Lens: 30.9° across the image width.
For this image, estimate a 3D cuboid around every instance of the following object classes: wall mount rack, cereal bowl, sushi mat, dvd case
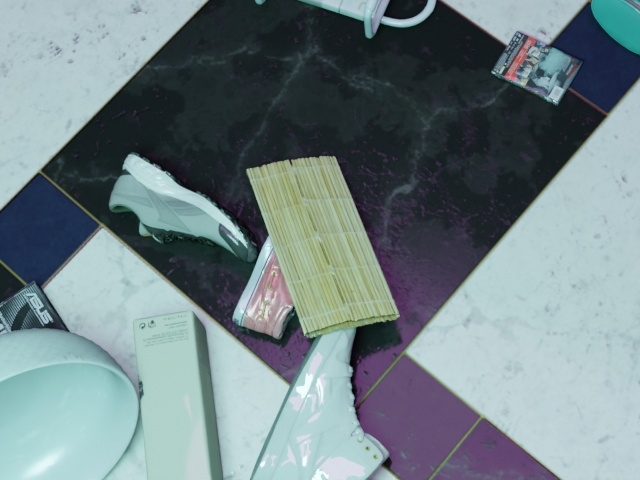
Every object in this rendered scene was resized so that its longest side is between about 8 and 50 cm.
[{"bbox_3d":[0.041,-0.503,1.912,0.350,0.130,0.304,19,73,11],"label":"wall mount rack"},{"bbox_3d":[-0.428,0.246,1.587,0.339,0.339,0.141,-37,55,-8],"label":"cereal bowl"},{"bbox_3d":[0.000,0.000,1.734,0.151,0.019,0.317,-9,55,-17],"label":"sushi mat"},{"bbox_3d":[0.347,-0.277,1.861,0.119,0.013,0.087,28,75,16],"label":"dvd case"}]

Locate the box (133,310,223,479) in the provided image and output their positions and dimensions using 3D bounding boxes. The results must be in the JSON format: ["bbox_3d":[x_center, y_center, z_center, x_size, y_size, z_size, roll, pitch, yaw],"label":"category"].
[{"bbox_3d":[-0.204,0.249,1.673,0.094,0.113,0.275,-9,68,3],"label":"box"}]

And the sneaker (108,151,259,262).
[{"bbox_3d":[-0.209,-0.030,1.791,0.271,0.100,0.108,30,86,20],"label":"sneaker"}]

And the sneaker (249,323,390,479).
[{"bbox_3d":[0.030,0.252,1.664,0.169,0.108,0.293,25,70,-1],"label":"sneaker"}]

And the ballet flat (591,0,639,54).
[{"bbox_3d":[0.542,-0.324,1.834,0.247,0.083,0.087,41,55,17],"label":"ballet flat"}]

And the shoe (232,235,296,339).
[{"bbox_3d":[-0.061,0.060,1.756,0.081,0.063,0.178,22,76,8],"label":"shoe"}]

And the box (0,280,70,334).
[{"bbox_3d":[-0.458,0.189,1.755,0.184,0.045,0.191,-35,71,-5],"label":"box"}]
